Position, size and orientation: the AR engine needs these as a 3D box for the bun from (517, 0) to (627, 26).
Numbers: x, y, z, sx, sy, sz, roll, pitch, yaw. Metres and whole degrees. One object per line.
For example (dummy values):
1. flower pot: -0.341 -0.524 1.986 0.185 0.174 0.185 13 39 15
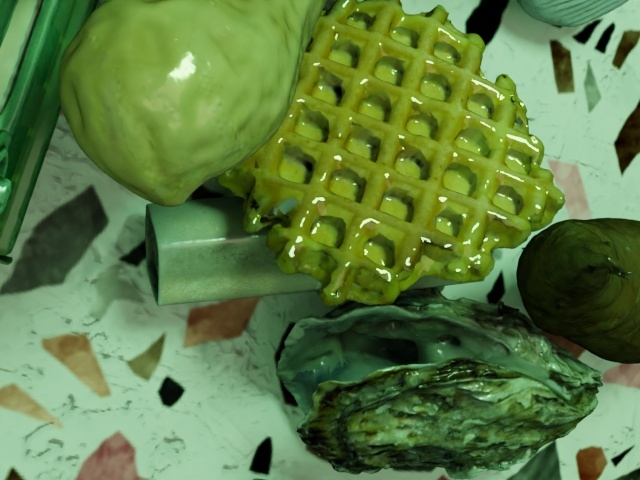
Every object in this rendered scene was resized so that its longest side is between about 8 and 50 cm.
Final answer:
1. bun: 0.214 -0.248 0.889 0.141 0.083 0.140 -14 145 -10

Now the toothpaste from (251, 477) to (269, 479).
1. toothpaste: -0.032 0.211 0.892 0.083 0.019 0.027 22 65 -33

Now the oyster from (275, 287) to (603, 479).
1. oyster: 0.114 0.119 0.895 0.351 0.162 0.158 4 76 -41

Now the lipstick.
1. lipstick: 0.000 0.000 0.800 0.253 0.077 0.078 -7 126 -16

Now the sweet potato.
1. sweet potato: 0.243 0.036 0.893 0.423 0.131 0.130 17 92 -59

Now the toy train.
1. toy train: -0.202 -0.120 0.613 0.120 0.202 0.300 19 91 -8

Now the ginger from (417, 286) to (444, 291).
1. ginger: 0.081 -0.040 0.889 0.070 0.051 0.173 3 105 -30

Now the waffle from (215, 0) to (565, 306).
1. waffle: 0.043 -0.073 0.773 0.245 0.052 0.254 -17 65 -20

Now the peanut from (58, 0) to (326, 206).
1. peanut: -0.070 -0.143 0.654 0.147 0.148 0.318 59 29 -26
